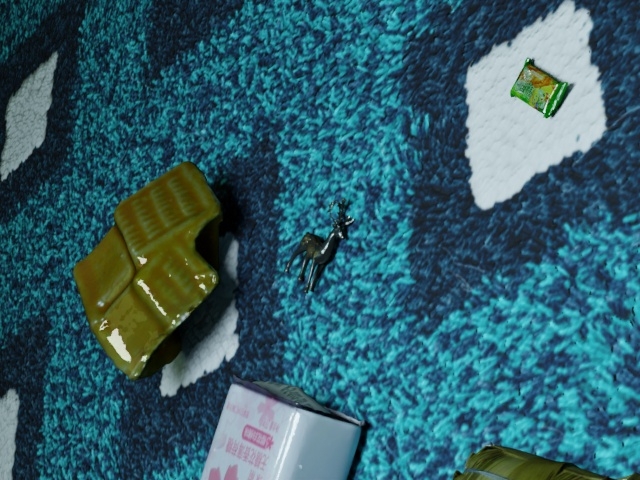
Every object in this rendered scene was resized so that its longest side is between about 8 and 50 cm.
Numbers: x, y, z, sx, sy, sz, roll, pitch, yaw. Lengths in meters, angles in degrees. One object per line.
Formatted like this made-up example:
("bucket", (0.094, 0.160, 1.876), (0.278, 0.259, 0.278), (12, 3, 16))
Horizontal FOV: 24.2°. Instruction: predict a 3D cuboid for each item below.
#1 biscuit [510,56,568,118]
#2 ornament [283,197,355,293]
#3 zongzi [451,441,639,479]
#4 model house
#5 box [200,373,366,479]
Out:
("biscuit", (0.229, -0.160, 1.580), (0.046, 0.016, 0.089), (-63, 32, 13))
("ornament", (0.000, 0.000, 1.839), (0.125, 0.028, 0.073), (-64, 32, 14))
("zongzi", (0.146, 0.305, 1.279), (0.274, 0.125, 0.251), (-49, 23, -19))
("model house", (-0.200, 0.035, 2.020), (0.239, 0.173, 0.268), (-50, 43, 18))
("box", (-0.078, 0.345, 1.703), (0.190, 0.112, 0.369), (14, 84, 58))
